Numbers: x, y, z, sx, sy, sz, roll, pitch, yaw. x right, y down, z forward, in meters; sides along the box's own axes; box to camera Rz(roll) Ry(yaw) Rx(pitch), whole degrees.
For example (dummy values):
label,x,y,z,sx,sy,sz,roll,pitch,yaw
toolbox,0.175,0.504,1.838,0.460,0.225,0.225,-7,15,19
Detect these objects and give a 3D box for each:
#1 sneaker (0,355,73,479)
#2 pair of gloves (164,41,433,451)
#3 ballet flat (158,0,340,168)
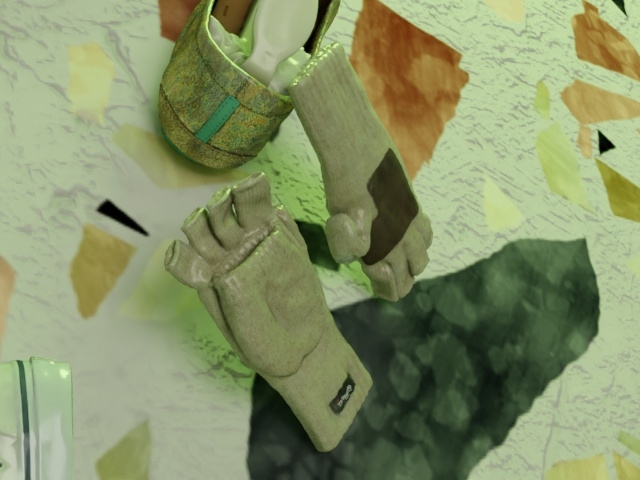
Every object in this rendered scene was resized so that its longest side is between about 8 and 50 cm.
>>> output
label,x,y,z,sx,sy,sz,roll,pitch,yaw
sneaker,-0.172,0.185,0.509,0.091,0.094,0.258,0,59,-16
pair of gloves,0.000,0.000,0.720,0.204,0.042,0.240,56,47,-33
ballet flat,-0.031,-0.205,0.807,0.123,0.123,0.348,32,50,-18
